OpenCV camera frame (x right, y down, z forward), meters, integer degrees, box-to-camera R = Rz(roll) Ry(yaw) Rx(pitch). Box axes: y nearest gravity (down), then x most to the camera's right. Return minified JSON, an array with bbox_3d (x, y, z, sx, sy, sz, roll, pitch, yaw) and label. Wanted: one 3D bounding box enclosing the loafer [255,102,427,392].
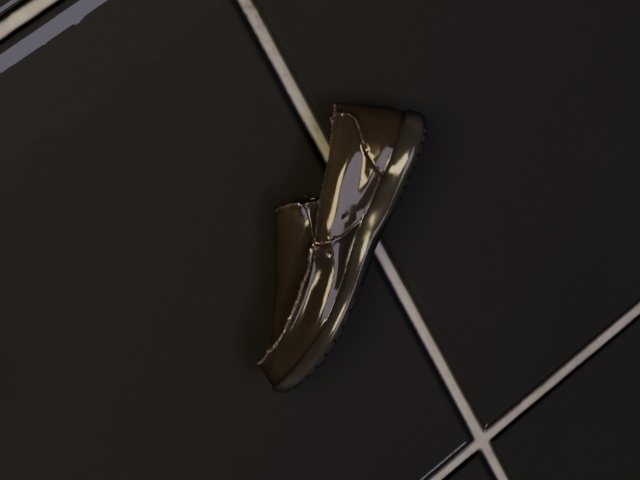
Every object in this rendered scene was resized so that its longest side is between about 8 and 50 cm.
[{"bbox_3d":[0.000,0.000,1.106,0.078,0.080,0.220,24,94,0],"label":"loafer"}]
